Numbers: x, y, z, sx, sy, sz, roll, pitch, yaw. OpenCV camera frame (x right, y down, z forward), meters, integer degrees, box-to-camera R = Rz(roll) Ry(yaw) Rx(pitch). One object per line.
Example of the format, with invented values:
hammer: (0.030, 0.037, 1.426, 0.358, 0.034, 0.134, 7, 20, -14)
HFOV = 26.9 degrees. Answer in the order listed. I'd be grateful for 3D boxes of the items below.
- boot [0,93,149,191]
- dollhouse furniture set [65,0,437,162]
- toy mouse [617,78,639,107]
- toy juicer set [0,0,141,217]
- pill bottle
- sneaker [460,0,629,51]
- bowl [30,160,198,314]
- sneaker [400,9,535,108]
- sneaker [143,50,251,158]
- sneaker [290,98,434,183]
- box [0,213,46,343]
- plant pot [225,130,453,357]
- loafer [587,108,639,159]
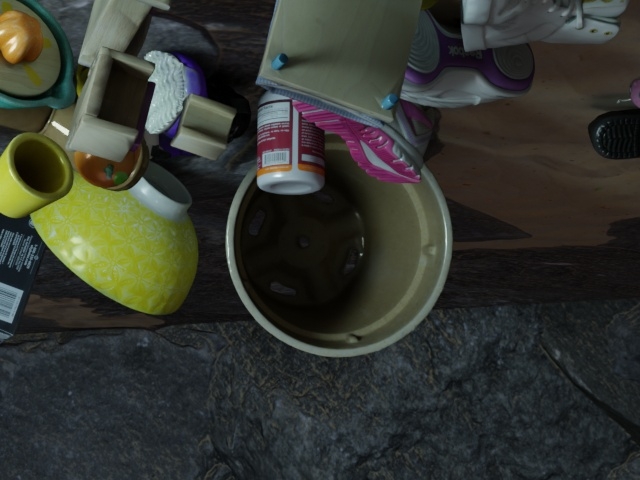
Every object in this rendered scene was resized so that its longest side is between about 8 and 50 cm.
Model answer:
boot: (-0.366, -0.152, 1.602, 0.236, 0.089, 0.269, 31, -172, 33)
dollhouse furniture set: (-0.057, -0.166, 1.232, 0.303, 0.286, 0.198, 16, 164, -15)
toy mouse: (0.450, -0.190, 1.706, 0.161, 0.031, 0.143, -5, 167, 25)
toy juicer set: (-0.274, -0.190, 1.296, 0.089, 0.329, 0.209, -33, 169, 40)
pill bottle: (-0.037, -0.139, 1.681, 0.086, 0.152, 0.086, 1, 168, 0)
sneaker: (0.214, -0.252, 1.283, 0.169, 0.108, 0.292, -3, 178, 8)
bowl: (-0.292, -0.036, 2.098, 0.156, 0.289, 0.289, -50, 147, 16)
sneaker: (0.095, -0.197, 1.492, 0.305, 0.114, 0.152, 10, 163, -38)
sneaker: (-0.155, -0.172, 1.698, 0.146, 0.102, 0.293, -3, 173, -16)
sneaker: (0.053, -0.177, 1.642, 0.103, 0.111, 0.252, 5, 152, 41)
box: (-0.545, 0.026, 2.191, 0.163, 0.247, 0.142, 22, 163, -17)
plant pot: (0.000, 0.000, 2.059, 0.333, 0.334, 0.305, 3, 180, -12)
loafer: (0.463, -0.153, 1.822, 0.220, 0.080, 0.078, 3, -159, -16)
